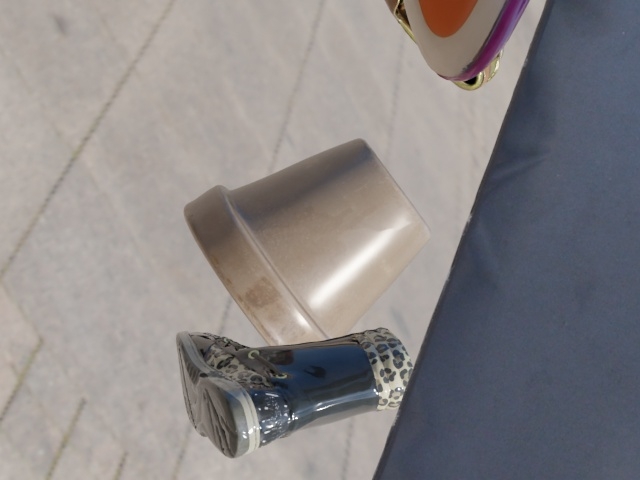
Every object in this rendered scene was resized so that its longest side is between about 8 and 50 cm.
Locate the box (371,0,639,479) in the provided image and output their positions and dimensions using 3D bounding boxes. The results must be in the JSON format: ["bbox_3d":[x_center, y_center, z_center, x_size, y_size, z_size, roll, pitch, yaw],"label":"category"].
[{"bbox_3d":[0.159,0.060,0.745,0.312,0.179,0.343,62,47,-75],"label":"box"}]

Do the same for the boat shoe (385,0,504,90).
[{"bbox_3d":[0.128,-0.325,1.777,0.307,0.110,0.104,50,28,-11],"label":"boat shoe"}]

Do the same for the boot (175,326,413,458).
[{"bbox_3d":[-0.030,0.122,1.296,0.236,0.178,0.085,-150,-130,-69],"label":"boot"}]

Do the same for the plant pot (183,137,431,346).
[{"bbox_3d":[0.000,0.000,1.708,0.263,0.229,0.263,54,4,-5],"label":"plant pot"}]

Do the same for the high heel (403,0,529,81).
[{"bbox_3d":[0.169,-0.285,0.998,0.181,0.127,0.377,10,97,-50],"label":"high heel"}]
